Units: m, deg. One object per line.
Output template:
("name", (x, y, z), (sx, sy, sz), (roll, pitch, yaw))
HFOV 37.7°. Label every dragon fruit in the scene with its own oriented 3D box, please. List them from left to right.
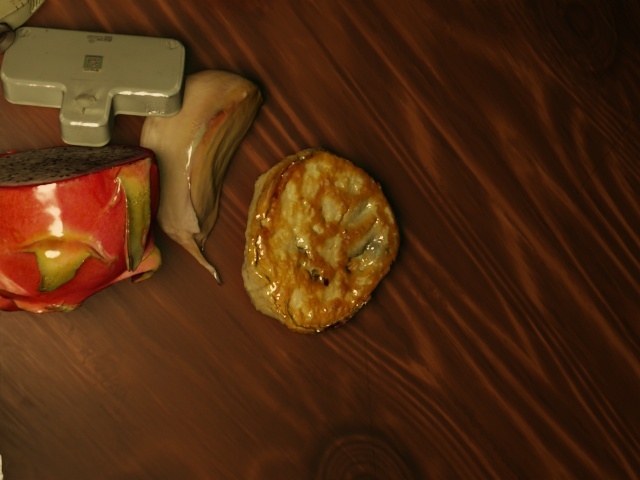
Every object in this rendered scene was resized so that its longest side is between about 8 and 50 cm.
("dragon fruit", (-0.361, -0.008, 1.323), (0.305, 0.305, 0.225), (-10, 107, -24))

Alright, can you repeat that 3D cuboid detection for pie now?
("pie", (0.000, 0.000, 1.588), (0.315, 0.092, 0.315), (0, 90, -29))

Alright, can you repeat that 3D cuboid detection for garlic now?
("garlic", (-0.186, -0.114, 1.485), (0.196, 0.151, 0.338), (19, 79, -38))

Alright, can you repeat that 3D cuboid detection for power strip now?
("power strip", (-0.336, -0.225, 1.387), (0.265, 0.059, 0.193), (4, 55, -5))

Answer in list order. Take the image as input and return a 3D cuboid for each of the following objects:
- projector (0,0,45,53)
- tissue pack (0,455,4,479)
("projector", (-0.519, -0.355, 1.352), (0.269, 0.088, 0.193), (-36, 86, -22))
("tissue pack", (-0.560, 0.246, 1.139), (0.264, 0.416, 0.253), (-17, 90, -27))
